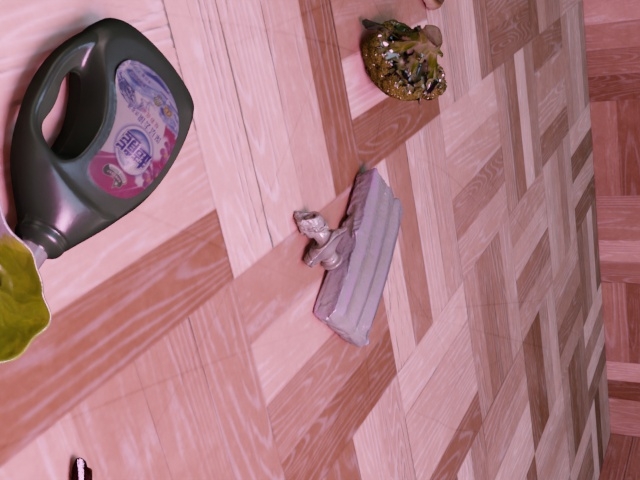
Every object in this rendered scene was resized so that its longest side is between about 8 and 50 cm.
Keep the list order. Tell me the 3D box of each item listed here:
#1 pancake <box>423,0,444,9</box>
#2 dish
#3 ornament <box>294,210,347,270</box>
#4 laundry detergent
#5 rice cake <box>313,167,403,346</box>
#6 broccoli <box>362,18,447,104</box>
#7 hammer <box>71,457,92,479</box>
[{"bbox_3d":[0.186,-0.459,1.284,0.139,0.022,0.139,-2,92,-61],"label":"pancake"},{"bbox_3d":[-0.246,0.021,0.528,0.091,0.039,0.137,-21,105,-45],"label":"dish"},{"bbox_3d":[0.002,0.002,0.960,0.068,0.041,0.092,-25,127,-33],"label":"ornament"},{"bbox_3d":[-0.188,-0.072,0.610,0.137,0.063,0.210,57,46,-40],"label":"laundry detergent"},{"bbox_3d":[0.058,0.023,1.057,0.127,0.043,0.237,48,50,-48],"label":"rice cake"},{"bbox_3d":[0.123,-0.258,1.083,0.130,0.120,0.131,5,67,-35],"label":"broccoli"},{"bbox_3d":[-0.197,0.269,0.647,0.065,0.021,0.178,-5,93,-60],"label":"hammer"}]
